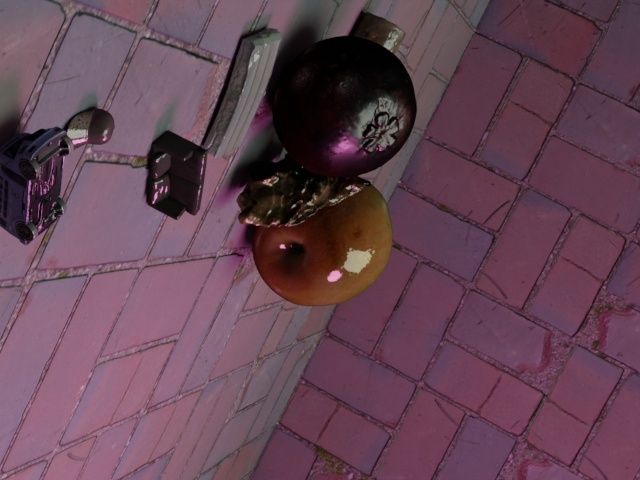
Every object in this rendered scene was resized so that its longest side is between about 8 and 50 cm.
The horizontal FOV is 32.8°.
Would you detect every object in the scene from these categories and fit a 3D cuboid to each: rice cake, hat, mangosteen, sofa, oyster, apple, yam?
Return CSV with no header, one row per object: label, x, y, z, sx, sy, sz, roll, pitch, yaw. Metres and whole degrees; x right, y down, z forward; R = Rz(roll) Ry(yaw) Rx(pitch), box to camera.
rice cake,-0.138,-0.265,1.960,0.237,0.043,0.127,-67,168,25
hat,-0.315,-0.146,1.497,0.087,0.042,0.058,-48,161,-46
mangosteen,0.043,-0.277,2.183,0.297,0.293,0.297,-16,144,-12
sofa,-0.240,-0.100,1.805,0.060,0.085,0.147,-55,167,-42
oyster,-0.070,-0.132,2.282,0.361,0.221,0.096,-27,125,-38
apple,0.000,0.000,2.486,0.319,0.319,0.277,-68,169,26
yam,0.103,-0.412,2.473,0.194,0.107,0.107,-61,168,1

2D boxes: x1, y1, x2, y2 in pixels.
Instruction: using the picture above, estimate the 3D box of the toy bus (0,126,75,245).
toy bus,-0.366,-0.076,1.370,0.073,0.076,0.167,-48,164,-44
